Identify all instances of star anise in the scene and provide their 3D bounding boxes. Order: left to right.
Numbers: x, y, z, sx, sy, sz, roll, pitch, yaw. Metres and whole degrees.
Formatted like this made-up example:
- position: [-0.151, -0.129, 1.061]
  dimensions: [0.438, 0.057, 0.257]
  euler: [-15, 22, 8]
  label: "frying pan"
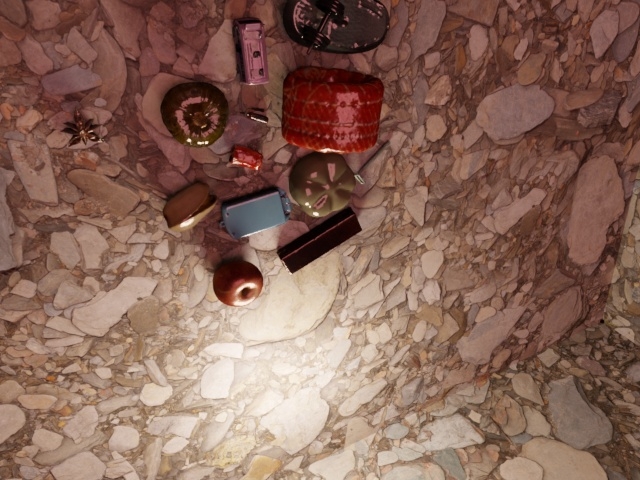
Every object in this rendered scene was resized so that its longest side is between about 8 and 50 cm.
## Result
- position: [-0.742, -0.353, 1.372]
  dimensions: [0.124, 0.056, 0.129]
  euler: [-15, 137, -20]
  label: "star anise"

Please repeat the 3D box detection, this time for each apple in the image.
- position: [-0.338, 0.169, 1.794]
  dimensions: [0.201, 0.162, 0.201]
  euler: [-20, 128, -27]
  label: "apple"

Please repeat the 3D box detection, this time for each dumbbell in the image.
- position: [0.010, -0.677, 1.372]
  dimensions: [0.099, 0.099, 0.208]
  euler: [21, 106, -32]
  label: "dumbbell"

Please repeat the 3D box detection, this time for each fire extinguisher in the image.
- position: [-0.230, -0.451, 1.570]
  dimensions: [0.100, 0.032, 0.046]
  euler: [9, 124, -35]
  label: "fire extinguisher"

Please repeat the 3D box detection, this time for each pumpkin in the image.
- position: [-0.407, -0.404, 1.438]
  dimensions: [0.219, 0.162, 0.218]
  euler: [-14, 124, -22]
  label: "pumpkin"

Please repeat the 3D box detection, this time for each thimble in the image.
- position: [0.040, -0.453, 1.515]
  dimensions: [0.351, 0.350, 0.230]
  euler: [-7, 122, -21]
  label: "thimble"

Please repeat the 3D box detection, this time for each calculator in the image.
- position: [-0.255, -0.106, 1.739]
  dimensions: [0.293, 0.051, 0.172]
  euler: [-19, 124, -13]
  label: "calculator"

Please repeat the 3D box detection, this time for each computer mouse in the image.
- position: [0.049, -0.740, 1.485]
  dimensions: [0.374, 0.114, 0.203]
  euler: [-1, 115, -21]
  label: "computer mouse"

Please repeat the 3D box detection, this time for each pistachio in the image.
- position: [-0.469, -0.119, 1.587]
  dimensions: [0.206, 0.131, 0.129]
  euler: [-39, 134, -5]
  label: "pistachio"

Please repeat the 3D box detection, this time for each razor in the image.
- position: [0.219, -0.336, 1.844]
  dimensions: [0.211, 0.036, 0.084]
  euler: [-51, 149, 1]
  label: "razor"

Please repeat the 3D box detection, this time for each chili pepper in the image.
- position: [-0.269, -0.300, 1.615]
  dimensions: [0.123, 0.073, 0.070]
  euler: [13, 153, -28]
  label: "chili pepper"

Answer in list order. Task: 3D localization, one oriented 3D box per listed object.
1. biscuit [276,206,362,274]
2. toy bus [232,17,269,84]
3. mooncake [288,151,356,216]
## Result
- position: [0.000, 0.000, 1.902]
  dimensions: [0.389, 0.073, 0.107]
  euler: [-32, 127, -6]
  label: "biscuit"
- position: [-0.225, -0.612, 1.435]
  dimensions: [0.096, 0.108, 0.198]
  euler: [-13, 122, -18]
  label: "toy bus"
- position: [0.012, -0.222, 1.749]
  dimensions: [0.275, 0.135, 0.274]
  euler: [-12, 120, -23]
  label: "mooncake"
